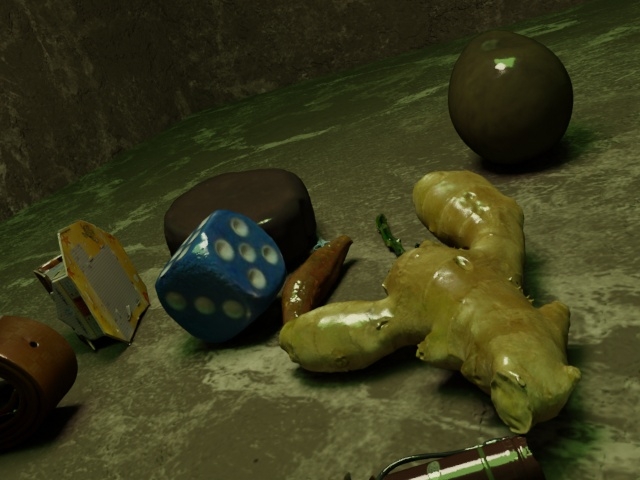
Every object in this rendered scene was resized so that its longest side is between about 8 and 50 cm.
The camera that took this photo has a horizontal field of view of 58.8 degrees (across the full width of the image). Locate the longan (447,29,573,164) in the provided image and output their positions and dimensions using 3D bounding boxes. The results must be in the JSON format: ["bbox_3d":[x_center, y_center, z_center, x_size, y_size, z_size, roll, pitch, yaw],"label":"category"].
[{"bbox_3d":[0.338,-0.263,1.028,0.248,0.248,0.248,-18,23,8],"label":"longan"}]

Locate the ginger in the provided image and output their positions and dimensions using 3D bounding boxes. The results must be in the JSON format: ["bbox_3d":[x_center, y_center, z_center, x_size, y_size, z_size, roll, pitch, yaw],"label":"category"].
[{"bbox_3d":[0.171,0.053,0.652,0.363,0.122,0.348,-37,33,-27],"label":"ginger"}]

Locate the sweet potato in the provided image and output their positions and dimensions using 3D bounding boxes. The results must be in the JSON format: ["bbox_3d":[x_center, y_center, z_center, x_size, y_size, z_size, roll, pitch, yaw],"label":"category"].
[{"bbox_3d":[-0.014,0.074,0.840,0.078,0.058,0.255,7,35,14],"label":"sweet potato"}]

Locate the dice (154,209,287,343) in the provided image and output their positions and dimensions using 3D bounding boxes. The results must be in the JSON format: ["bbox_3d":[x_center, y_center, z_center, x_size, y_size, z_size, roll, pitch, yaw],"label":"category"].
[{"bbox_3d":[-0.148,0.054,0.846,0.146,0.146,0.143,-38,16,32],"label":"dice"}]

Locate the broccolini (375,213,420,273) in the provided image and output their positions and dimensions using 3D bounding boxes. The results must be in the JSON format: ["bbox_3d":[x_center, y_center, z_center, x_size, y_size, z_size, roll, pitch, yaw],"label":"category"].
[{"bbox_3d":[0.120,-0.001,0.893,0.071,0.058,0.254,20,20,-17],"label":"broccolini"}]

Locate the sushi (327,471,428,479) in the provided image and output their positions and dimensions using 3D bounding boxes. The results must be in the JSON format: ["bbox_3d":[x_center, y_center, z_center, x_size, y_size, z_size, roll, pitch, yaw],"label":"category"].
[{"bbox_3d":[-0.027,0.278,0.245,0.417,0.176,0.417,-18,23,8],"label":"sushi"}]

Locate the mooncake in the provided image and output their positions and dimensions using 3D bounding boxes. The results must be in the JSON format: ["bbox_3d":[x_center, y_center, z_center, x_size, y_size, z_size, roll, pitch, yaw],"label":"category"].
[{"bbox_3d":[-0.145,-0.022,1.054,0.282,0.141,0.283,-11,29,6],"label":"mooncake"}]

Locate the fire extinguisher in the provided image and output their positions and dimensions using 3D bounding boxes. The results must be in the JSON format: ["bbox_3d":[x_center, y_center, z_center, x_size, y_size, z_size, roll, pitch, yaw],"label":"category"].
[{"bbox_3d":[0.101,0.202,0.476,0.157,0.045,0.078,-20,13,5],"label":"fire extinguisher"}]

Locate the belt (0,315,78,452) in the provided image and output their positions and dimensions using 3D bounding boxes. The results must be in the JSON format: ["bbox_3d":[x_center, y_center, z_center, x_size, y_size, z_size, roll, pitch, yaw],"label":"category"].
[{"bbox_3d":[-0.474,0.201,0.789,0.261,0.184,0.105,-14,25,16],"label":"belt"}]

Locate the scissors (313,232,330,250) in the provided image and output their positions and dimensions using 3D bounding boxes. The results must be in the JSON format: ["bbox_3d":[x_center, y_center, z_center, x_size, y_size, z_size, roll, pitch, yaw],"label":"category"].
[{"bbox_3d":[0.000,0.000,1.051,0.036,0.006,0.083,-20,23,-1],"label":"scissors"}]

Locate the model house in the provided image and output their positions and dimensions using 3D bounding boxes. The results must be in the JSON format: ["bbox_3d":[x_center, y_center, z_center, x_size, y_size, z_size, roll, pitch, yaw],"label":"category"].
[{"bbox_3d":[-0.419,0.083,0.972,0.135,0.219,0.207,-23,22,9],"label":"model house"}]
